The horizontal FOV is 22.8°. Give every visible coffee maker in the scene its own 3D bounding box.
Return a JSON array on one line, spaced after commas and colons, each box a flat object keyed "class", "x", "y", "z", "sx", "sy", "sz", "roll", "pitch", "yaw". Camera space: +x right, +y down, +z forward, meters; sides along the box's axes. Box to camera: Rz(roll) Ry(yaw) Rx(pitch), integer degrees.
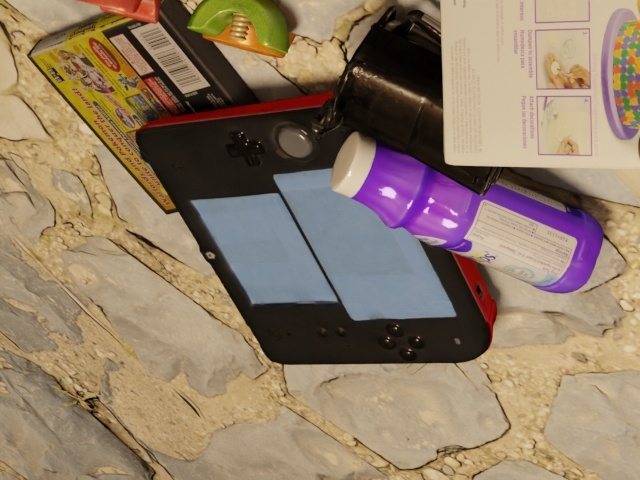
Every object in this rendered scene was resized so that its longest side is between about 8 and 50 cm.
[{"class": "coffee maker", "x": 0.106, "y": -0.122, "z": 1.561, "sx": 0.178, "sy": 0.171, "sz": 0.120, "roll": 28, "pitch": 162, "yaw": 9}]

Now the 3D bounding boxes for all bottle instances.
[{"class": "bottle", "x": 0.149, "y": -0.031, "z": 1.641, "sx": 0.283, "sy": 0.092, "sz": 0.118, "roll": 22, "pitch": 174, "yaw": -16}]

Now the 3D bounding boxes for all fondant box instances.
[{"class": "fondant box", "x": 0.263, "y": -0.182, "z": 1.332, "sx": 0.330, "sy": 0.096, "sz": 0.238, "roll": 4, "pitch": 100, "yaw": 35}]

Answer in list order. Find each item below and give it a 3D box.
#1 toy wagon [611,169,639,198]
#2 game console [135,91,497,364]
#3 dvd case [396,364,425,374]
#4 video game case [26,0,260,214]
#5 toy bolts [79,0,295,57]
[{"class": "toy wagon", "x": 0.362, "y": -0.103, "z": 1.463, "sx": 0.344, "sy": 0.068, "sz": 0.267, "roll": 16, "pitch": 142, "yaw": 15}, {"class": "game console", "x": 0.000, "y": 0.000, "z": 1.828, "sx": 0.342, "sy": 0.060, "sz": 0.386, "roll": -7, "pitch": 128, "yaw": 31}, {"class": "dvd case", "x": 0.061, "y": 0.058, "z": 1.943, "sx": 0.239, "sy": 0.029, "sz": 0.179, "roll": 35, "pitch": 145, "yaw": -6}, {"class": "video game case", "x": -0.179, "y": -0.153, "z": 1.860, "sx": 0.248, "sy": 0.035, "sz": 0.275, "roll": -11, "pitch": 128, "yaw": 44}, {"class": "toy bolts", "x": -0.115, "y": -0.288, "z": 1.603, "sx": 0.228, "sy": 0.158, "sz": 0.218, "roll": 15, "pitch": -176, "yaw": 7}]
